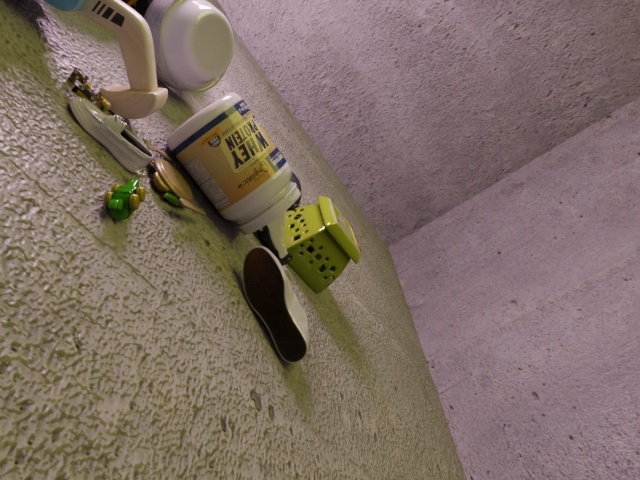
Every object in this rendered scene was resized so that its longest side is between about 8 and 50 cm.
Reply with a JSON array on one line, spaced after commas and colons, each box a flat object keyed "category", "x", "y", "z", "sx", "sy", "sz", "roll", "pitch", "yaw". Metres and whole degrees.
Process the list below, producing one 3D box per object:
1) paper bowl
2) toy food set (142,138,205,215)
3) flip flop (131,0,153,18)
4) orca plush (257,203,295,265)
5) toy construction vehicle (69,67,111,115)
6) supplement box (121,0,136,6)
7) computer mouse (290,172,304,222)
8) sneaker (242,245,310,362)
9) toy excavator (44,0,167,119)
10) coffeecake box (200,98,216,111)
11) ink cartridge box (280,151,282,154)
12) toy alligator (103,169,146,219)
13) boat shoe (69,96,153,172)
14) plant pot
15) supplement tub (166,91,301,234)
[{"category": "paper bowl", "x": -0.369, "y": -0.585, "z": 1.501, "sx": 0.148, "sy": 0.284, "sz": 0.284, "roll": 19, "pitch": -7, "yaw": 29}, {"category": "toy food set", "x": -0.344, "y": -0.132, "z": 1.160, "sx": 0.192, "sy": 0.038, "sz": 0.132, "roll": 56, "pitch": 5, "yaw": 16}, {"category": "flip flop", "x": -0.492, "y": -0.723, "z": 1.466, "sx": 0.112, "sy": 0.277, "sz": 0.080, "roll": 32, "pitch": 34, "yaw": 12}, {"category": "orca plush", "x": -0.153, "y": -0.069, "z": 1.547, "sx": 0.102, "sy": 0.151, "sz": 0.287, "roll": 7, "pitch": -55, "yaw": 56}, {"category": "toy construction vehicle", "x": -0.480, "y": -0.300, "z": 1.048, "sx": 0.098, "sy": 0.035, "sz": 0.086, "roll": 51, "pitch": 4, "yaw": -38}, {"category": "supplement box", "x": -0.563, "y": -0.709, "z": 1.316, "sx": 0.129, "sy": 0.191, "sz": 0.194, "roll": 58, "pitch": 12, "yaw": 3}, {"category": "computer mouse", "x": -0.115, "y": -0.207, "z": 2.072, "sx": 0.188, "sy": 0.072, "sz": 0.272, "roll": 46, "pitch": 18, "yaw": -38}, {"category": "sneaker", "x": -0.106, "y": 0.154, "z": 1.246, "sx": 0.123, "sy": 0.105, "sz": 0.290, "roll": 15, "pitch": 54, "yaw": -81}, {"category": "toy excavator", "x": -0.481, "y": -0.527, "z": 1.039, "sx": 0.445, "sy": 0.433, "sz": 0.222, "roll": 28, "pitch": 24, "yaw": -8}, {"category": "coffeecake box", "x": -0.317, "y": -0.355, "z": 1.680, "sx": 0.185, "sy": 0.068, "sz": 0.142, "roll": 50, "pitch": 15, "yaw": -29}, {"category": "ink cartridge box", "x": -0.199, "y": -0.222, "z": 1.668, "sx": 0.332, "sy": 0.065, "sz": 0.165, "roll": -15, "pitch": 105, "yaw": -76}, {"category": "toy alligator", "x": -0.358, "y": -0.081, "z": 0.952, "sx": 0.190, "sy": 0.056, "sz": 0.051, "roll": -96, "pitch": -167, "yaw": -65}, {"category": "boat shoe", "x": -0.414, "y": -0.219, "z": 1.020, "sx": 0.184, "sy": 0.063, "sz": 0.066, "roll": 52, "pitch": 14, "yaw": -24}, {"category": "plant pot", "x": 0.000, "y": 0.000, "z": 1.725, "sx": 0.228, "sy": 0.207, "sz": 0.227, "roll": 51, "pitch": 14, "yaw": -32}, {"category": "supplement tub", "x": -0.218, "y": -0.196, "z": 1.324, "sx": 0.316, "sy": 0.228, "sz": 0.228, "roll": 54, "pitch": 14, "yaw": -16}]
